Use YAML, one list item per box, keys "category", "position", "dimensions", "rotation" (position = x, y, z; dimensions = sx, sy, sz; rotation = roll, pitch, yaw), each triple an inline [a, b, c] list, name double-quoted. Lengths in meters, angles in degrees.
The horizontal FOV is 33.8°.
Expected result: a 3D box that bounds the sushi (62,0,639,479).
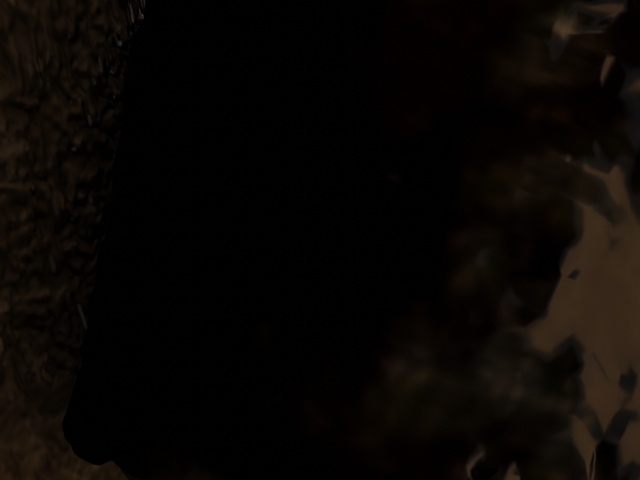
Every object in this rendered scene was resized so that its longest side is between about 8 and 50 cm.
- category: "sushi"
  position: [0.050, -0.010, 0.462]
  dimensions: [0.281, 0.299, 0.294]
  rotation: [158, -57, -82]
